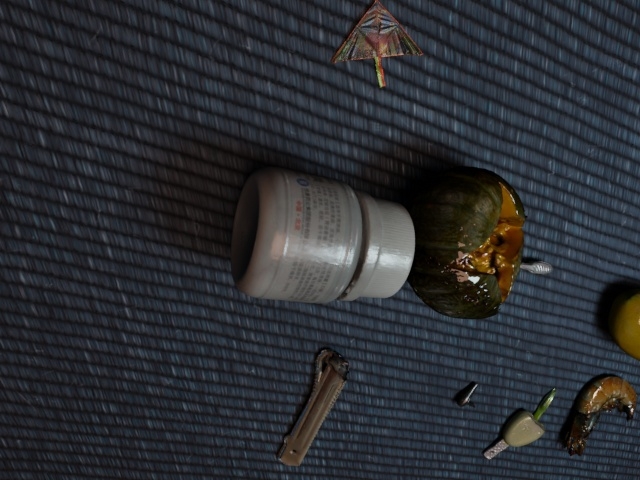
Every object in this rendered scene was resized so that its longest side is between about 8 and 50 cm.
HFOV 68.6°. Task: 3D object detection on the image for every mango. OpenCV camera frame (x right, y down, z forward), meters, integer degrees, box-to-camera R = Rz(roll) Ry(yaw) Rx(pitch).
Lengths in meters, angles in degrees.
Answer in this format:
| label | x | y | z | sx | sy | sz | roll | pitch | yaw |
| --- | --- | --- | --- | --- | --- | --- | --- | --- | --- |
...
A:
| label | x | y | z | sx | sy | sz | roll | pitch | yaw |
| --- | --- | --- | --- | --- | --- | --- | --- | --- | --- |
| mango | 0.921 | 0.237 | 1.278 | 0.317 | 0.173 | 0.211 | 22 | 104 | -14 |

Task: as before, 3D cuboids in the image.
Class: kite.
| label | x | y | z | sx | sy | sz | roll | pitch | yaw |
| --- | --- | --- | --- | --- | --- | --- | --- | --- | --- |
| kite | 0.112 | -0.380 | 0.914 | 0.190 | 0.010 | 0.159 | -8 | 114 | -10 |

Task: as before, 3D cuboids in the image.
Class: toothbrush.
| label | x | y | z | sx | sy | sz | roll | pitch | yaw |
| --- | --- | --- | --- | --- | --- | --- | --- | --- | --- |
| toothbrush | 0.385 | 0.050 | 1.138 | 0.413 | 0.042 | 0.035 | 7 | 93 | -15 |

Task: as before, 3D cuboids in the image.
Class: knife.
| label | x | y | z | sx | sy | sz | roll | pitch | yaw |
| --- | --- | --- | --- | --- | --- | --- | --- | --- | --- |
| knife | 0.647 | 0.517 | 1.396 | 0.026 | 0.022 | 0.184 | 13 | 109 | -50 |
| knife | -0.020 | 0.426 | 1.182 | 0.089 | 0.043 | 0.365 | 27 | 107 | 12 |

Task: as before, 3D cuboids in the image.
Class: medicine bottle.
| label | x | y | z | sx | sy | sz | roll | pitch | yaw |
| --- | --- | --- | --- | --- | --- | --- | --- | --- | --- |
| medicine bottle | 0.000 | 0.000 | 0.906 | 0.306 | 0.245 | 0.245 | 9 | 108 | -23 |

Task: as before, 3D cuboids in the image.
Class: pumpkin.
| label | x | y | z | sx | sy | sz | roll | pitch | yaw |
| --- | --- | --- | --- | --- | --- | --- | --- | --- | --- |
| pumpkin | 0.297 | 0.003 | 0.973 | 0.320 | 0.192 | 0.320 | -10 | 104 | -44 |

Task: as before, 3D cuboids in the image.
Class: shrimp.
| label | x | y | z | sx | sy | sz | roll | pitch | yaw |
| --- | --- | --- | --- | --- | --- | --- | --- | --- | --- |
| shrimp | 0.865 | 0.547 | 1.444 | 0.222 | 0.054 | 0.290 | 17 | 102 | -20 |

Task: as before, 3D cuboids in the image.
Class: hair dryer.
| label | x | y | z | sx | sy | sz | roll | pitch | yaw |
| --- | --- | --- | --- | --- | --- | --- | --- | --- | --- |
| hair dryer | 0.421 | 0.440 | 1.311 | 0.079 | 0.031 | 0.083 | -48 | 128 | -3 |

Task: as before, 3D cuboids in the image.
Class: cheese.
| label | x | y | z | sx | sy | sz | roll | pitch | yaw |
| --- | --- | --- | --- | --- | --- | --- | --- | --- | --- |
| cheese | 0.564 | 0.585 | 1.388 | 0.192 | 0.037 | 0.097 | -44 | 97 | 13 |
